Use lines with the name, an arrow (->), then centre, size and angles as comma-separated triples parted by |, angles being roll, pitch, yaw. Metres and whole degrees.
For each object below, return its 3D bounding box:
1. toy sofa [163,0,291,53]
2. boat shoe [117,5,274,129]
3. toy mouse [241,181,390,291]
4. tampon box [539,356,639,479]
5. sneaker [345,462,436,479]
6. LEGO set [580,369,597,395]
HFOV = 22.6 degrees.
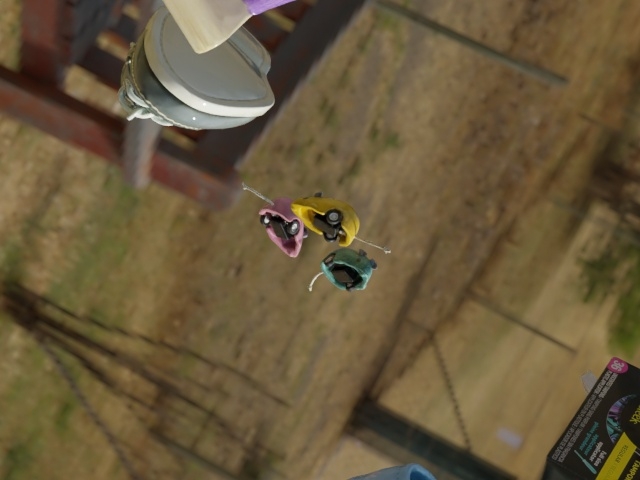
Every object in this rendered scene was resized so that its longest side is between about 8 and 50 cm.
toy sofa -> 0.028, -0.206, 0.833 | 0.363, 0.150, 0.177 | -10, -148, 43
boat shoe -> -0.109, -0.126, 1.307 | 0.099, 0.116, 0.319 | -46, -172, 13
toy mouse -> 0.000, 0.000, 1.440 | 0.031, 0.161, 0.143 | -52, 161, -26
tampon box -> 0.238, 0.180, 1.086 | 0.120, 0.161, 0.101 | -47, 154, -44
sneaker -> 0.001, 0.172, 0.792 | 0.135, 0.366, 0.150 | 16, 88, -68
LEGO set -> 0.289, 0.199, 1.319 | 0.060, 0.182, 0.244 | -33, 159, 2
